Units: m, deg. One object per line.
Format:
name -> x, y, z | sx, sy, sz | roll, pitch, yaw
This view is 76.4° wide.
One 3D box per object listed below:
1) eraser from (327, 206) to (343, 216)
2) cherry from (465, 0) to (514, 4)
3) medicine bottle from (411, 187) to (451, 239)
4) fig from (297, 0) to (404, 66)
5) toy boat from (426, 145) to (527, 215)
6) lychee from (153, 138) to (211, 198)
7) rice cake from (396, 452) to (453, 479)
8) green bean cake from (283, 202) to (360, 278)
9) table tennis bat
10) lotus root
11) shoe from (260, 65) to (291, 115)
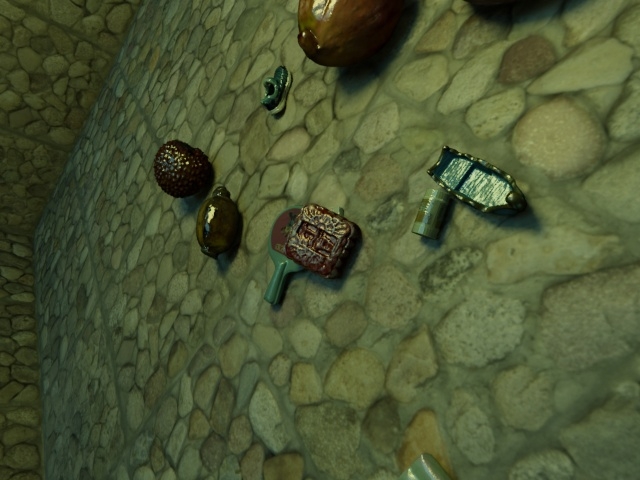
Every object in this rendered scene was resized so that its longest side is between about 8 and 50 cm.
eraser -> 0.014, -0.051, 0.914 | 0.083, 0.019, 0.038 | -10, 72, 41
cherry -> 0.308, -0.510, 0.659 | 0.300, 0.203, 0.230 | 46, 108, 26
medicine bottle -> 0.196, -0.047, 0.724 | 0.047, 0.047, 0.083 | 21, 93, 45
fig -> 0.056, -0.505, 0.888 | 0.224, 0.224, 0.262 | 41, 110, 42
toy boat -> 0.255, -0.093, 0.662 | 0.075, 0.077, 0.185 | -56, 47, 14
lychee -> -0.441, -0.223, 1.289 | 0.188, 0.188, 0.187 | -15, 68, 40
rice cake -> 0.205, 0.413, 0.579 | 0.222, 0.042, 0.080 | 43, 108, 43
green bean cake -> 0.000, 0.000, 0.859 | 0.135, 0.056, 0.135 | 28, 96, 25
table tennis bat -> -0.076, 0.035, 0.950 | 0.153, 0.040, 0.244 | 27, 99, 37
lotus root -> -0.283, -0.050, 1.130 | 0.120, 0.120, 0.209 | -5, 73, 42
shoe -> -0.127, -0.421, 1.125 | 0.064, 0.071, 0.142 | 4, 76, 43
